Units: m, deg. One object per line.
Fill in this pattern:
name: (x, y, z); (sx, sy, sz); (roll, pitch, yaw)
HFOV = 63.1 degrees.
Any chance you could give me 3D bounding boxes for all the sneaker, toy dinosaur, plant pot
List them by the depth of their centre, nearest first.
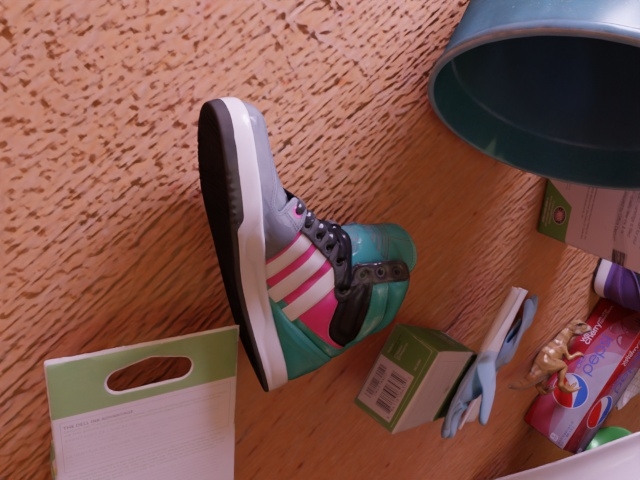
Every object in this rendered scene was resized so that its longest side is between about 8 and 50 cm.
sneaker: (0.000, 0.000, 0.482); (0.178, 0.124, 0.296); (-19, 127, -18)
plant pot: (0.273, -0.219, 0.485); (0.271, 0.271, 0.255); (27, 81, -37)
sneaker: (0.537, -0.018, 0.808); (0.107, 0.124, 0.283); (-9, 115, -29)
toy dinosaur: (0.367, 0.210, 0.856); (0.211, 0.064, 0.112); (-35, 107, -25)

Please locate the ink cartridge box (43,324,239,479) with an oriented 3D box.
ink cartridge box: (-0.169, 0.189, 0.508); (0.171, 0.056, 0.235); (-7, 112, -30)

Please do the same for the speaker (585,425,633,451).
speaker: (0.666, 0.523, 1.092); (0.131, 0.131, 0.296); (-43, 112, -9)

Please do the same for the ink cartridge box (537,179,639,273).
ink cartridge box: (0.401, -0.053, 0.648); (0.092, 0.219, 0.160); (-11, 116, -27)

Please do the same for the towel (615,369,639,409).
towel: (0.699, 0.157, 1.032); (0.317, 0.053, 0.332); (-13, 118, -27)

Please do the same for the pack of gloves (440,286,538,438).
pack of gloves: (0.256, 0.181, 0.734); (0.195, 0.046, 0.232); (14, 103, -56)

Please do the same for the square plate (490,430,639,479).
square plate: (0.450, 0.523, 0.822); (0.347, 0.344, 0.049); (-23, 153, 9)

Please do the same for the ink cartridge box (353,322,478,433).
ink cartridge box: (0.135, 0.173, 0.668); (0.209, 0.062, 0.109); (20, 100, -56)

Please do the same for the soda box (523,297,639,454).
soda box: (0.474, 0.237, 0.907); (0.092, 0.083, 0.263); (30, 93, -38)
